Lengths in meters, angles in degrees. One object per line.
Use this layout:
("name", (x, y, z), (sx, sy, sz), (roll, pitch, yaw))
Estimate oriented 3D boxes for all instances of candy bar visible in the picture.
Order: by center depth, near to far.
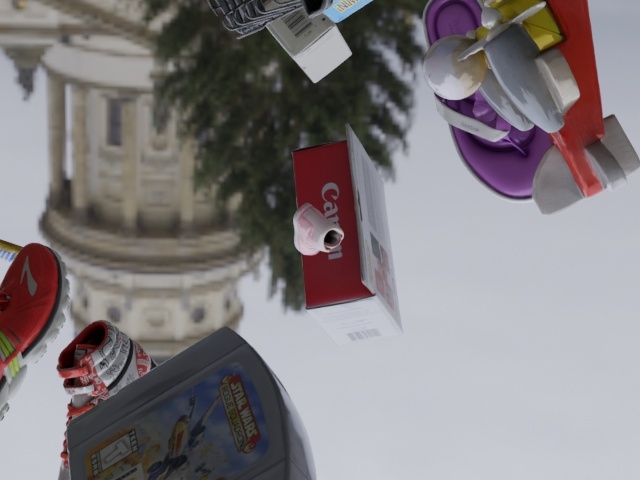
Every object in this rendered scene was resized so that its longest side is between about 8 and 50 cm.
("candy bar", (-0.473, 0.023, 2.002), (0.161, 0.040, 0.018), (20, -153, -4))

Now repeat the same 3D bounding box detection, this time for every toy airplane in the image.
("toy airplane", (0.274, -0.218, 1.715), (0.272, 0.386, 0.384), (-7, -129, 2))

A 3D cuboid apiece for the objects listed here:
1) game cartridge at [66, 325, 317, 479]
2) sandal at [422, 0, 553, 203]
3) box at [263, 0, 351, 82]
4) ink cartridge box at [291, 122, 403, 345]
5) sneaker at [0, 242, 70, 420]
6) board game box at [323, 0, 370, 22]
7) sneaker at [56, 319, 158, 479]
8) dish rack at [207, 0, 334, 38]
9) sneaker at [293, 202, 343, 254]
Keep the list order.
("game cartridge", (-0.106, 0.186, 1.043), (0.198, 0.062, 0.297), (-35, -152, 3))
("sandal", (0.259, -0.243, 2.141), (0.102, 0.169, 0.416), (15, -133, -57))
("box", (-0.025, -0.360, 2.247), (0.113, 0.094, 0.275), (52, -176, 7))
("ink cartridge box", (0.038, -0.010, 2.264), (0.130, 0.272, 0.310), (-12, -116, 12))
("sneaker", (-0.394, 0.112, 1.529), (0.107, 0.118, 0.279), (0, -124, 39))
("board game box", (0.015, -0.444, 1.598), (0.302, 0.086, 0.308), (32, 143, -30))
("sneaker", (-0.331, 0.241, 1.794), (0.090, 0.145, 0.270), (-2, -131, 36))
("dish rack", (-0.073, -0.288, 1.177), (0.074, 0.208, 0.271), (-28, -170, -29))
("sneaker", (0.000, 0.000, 1.936), (0.070, 0.134, 0.051), (38, -107, 21))
